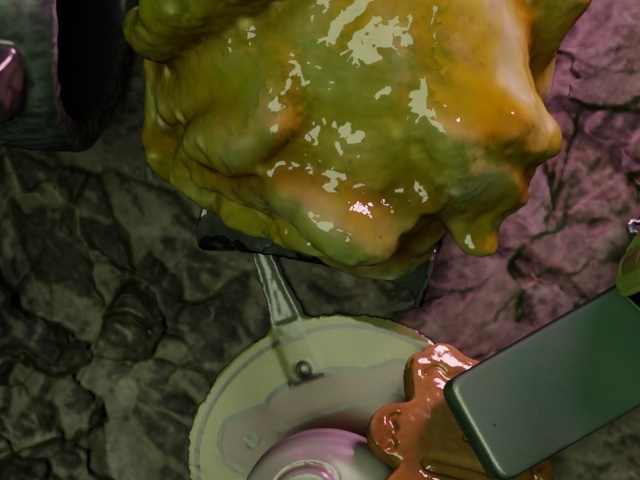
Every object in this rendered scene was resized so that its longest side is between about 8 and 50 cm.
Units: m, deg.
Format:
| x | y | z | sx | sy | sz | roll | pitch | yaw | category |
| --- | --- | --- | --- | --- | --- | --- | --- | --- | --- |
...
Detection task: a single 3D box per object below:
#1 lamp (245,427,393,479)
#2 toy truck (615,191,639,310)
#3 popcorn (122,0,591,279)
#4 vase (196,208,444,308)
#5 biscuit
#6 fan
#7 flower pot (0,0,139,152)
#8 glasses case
| x | y | z | sx | sy | sz | roll | pitch | yaw | category |
| --- | --- | --- | --- | --- | --- | --- | --- | --- | --- |
| 0.020 | 0.253 | 1.007 | 0.180 | 0.108 | 0.246 | -18 | 90 | 7 | lamp |
| 0.258 | -0.019 | 0.939 | 0.100 | 0.077 | 0.169 | 38 | 78 | 1 | toy truck |
| 0.000 | -0.129 | 0.892 | 0.321 | 0.326 | 0.290 | 11 | 82 | 18 | popcorn |
| 0.000 | 0.000 | 1.023 | 0.167 | 0.059 | 0.059 | 15 | 96 | 6 | vase |
| 0.090 | 0.159 | 0.986 | 0.133 | 0.027 | 0.184 | 30 | 64 | -3 | biscuit |
| -0.002 | 0.122 | 1.061 | 0.230 | 0.011 | 0.335 | -22 | 88 | 12 | fan |
| -0.280 | -0.174 | 0.979 | 0.283 | 0.299 | 0.299 | 10 | 95 | 4 | flower pot |
| 0.178 | 0.086 | 0.974 | 0.184 | 0.039 | 0.077 | -28 | 85 | -8 | glasses case |
